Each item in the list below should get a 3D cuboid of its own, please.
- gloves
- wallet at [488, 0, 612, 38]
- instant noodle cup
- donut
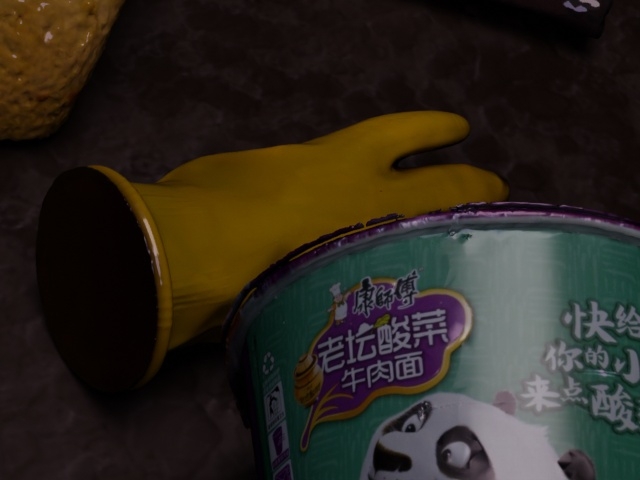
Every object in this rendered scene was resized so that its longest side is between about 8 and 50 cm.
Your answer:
[{"bbox_3d":[0.000,0.001,1.085,0.294,0.116,0.133,-10,80,-36],"label":"gloves"},{"bbox_3d":[0.092,-0.228,1.339,0.229,0.049,0.182,14,47,-3],"label":"wallet"},{"bbox_3d":[0.077,0.129,0.894,0.251,0.251,0.190,7,56,-12],"label":"instant noodle cup"},{"bbox_3d":[-0.152,-0.186,1.159,0.112,0.151,0.295,25,45,-9],"label":"donut"}]
